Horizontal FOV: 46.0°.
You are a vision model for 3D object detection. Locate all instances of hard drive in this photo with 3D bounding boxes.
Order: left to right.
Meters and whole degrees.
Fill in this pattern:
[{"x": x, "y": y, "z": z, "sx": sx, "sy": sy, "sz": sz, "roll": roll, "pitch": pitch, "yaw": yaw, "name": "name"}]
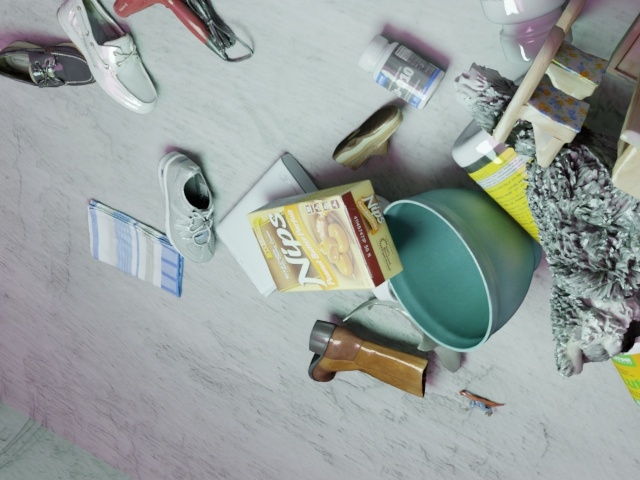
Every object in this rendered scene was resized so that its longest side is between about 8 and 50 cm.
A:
[{"x": -0.097, "y": -0.024, "z": 1.657, "sx": 0.203, "sy": 0.040, "sz": 0.307, "roll": 53, "pitch": 135, "yaw": 4, "name": "hard drive"}]

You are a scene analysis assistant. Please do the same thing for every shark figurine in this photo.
[{"x": 0.203, "y": 0.191, "z": 1.632, "sx": 0.278, "sy": 0.116, "sz": 0.166, "roll": 32, "pitch": 134, "yaw": 2, "name": "shark figurine"}]

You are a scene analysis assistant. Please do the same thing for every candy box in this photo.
[{"x": 0.000, "y": 0.000, "z": 1.462, "sx": 0.316, "sy": 0.087, "sz": 0.183, "roll": -8, "pitch": 107, "yaw": 53, "name": "candy box"}]

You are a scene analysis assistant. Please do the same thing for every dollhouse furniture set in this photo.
[{"x": 0.473, "y": -0.223, "z": 0.932, "sx": 0.362, "sy": 0.394, "sz": 0.256, "roll": 30, "pitch": 134, "yaw": 7, "name": "dollhouse furniture set"}]

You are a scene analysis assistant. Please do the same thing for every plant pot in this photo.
[{"x": 0.269, "y": 0.025, "z": 1.360, "sx": 0.293, "sy": 0.196, "sz": 0.293, "roll": 44, "pitch": 149, "yaw": 35, "name": "plant pot"}]

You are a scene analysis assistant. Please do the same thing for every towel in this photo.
[{"x": -0.485, "y": 0.027, "z": 1.967, "sx": 0.285, "sy": 0.034, "sz": 0.209, "roll": 24, "pitch": 135, "yaw": 12, "name": "towel"}]

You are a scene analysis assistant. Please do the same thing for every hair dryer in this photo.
[{"x": -0.276, "y": -0.442, "z": 1.429, "sx": 0.293, "sy": 0.080, "sz": 0.223, "roll": 15, "pitch": 132, "yaw": 21, "name": "hair dryer"}]

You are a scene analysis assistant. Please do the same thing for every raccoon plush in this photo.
[{"x": 0.338, "y": -0.021, "z": 1.111, "sx": 0.446, "sy": 0.216, "sz": 0.299, "roll": 45, "pitch": 127, "yaw": 23, "name": "raccoon plush"}]

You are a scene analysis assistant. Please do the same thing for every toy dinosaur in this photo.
[{"x": 0.364, "y": 0.370, "z": 1.745, "sx": 0.090, "sy": 0.047, "sz": 0.082, "roll": -40, "pitch": 91, "yaw": 11, "name": "toy dinosaur"}]

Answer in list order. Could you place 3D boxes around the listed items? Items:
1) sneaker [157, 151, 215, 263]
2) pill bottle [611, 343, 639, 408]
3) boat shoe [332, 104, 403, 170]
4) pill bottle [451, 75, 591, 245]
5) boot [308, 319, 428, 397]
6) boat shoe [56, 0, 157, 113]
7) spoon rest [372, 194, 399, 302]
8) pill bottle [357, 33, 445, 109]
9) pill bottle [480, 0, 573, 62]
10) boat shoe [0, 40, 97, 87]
[{"x": -0.292, "y": -0.059, "z": 1.712, "sx": 0.115, "sy": 0.105, "sz": 0.281, "roll": 22, "pitch": 136, "yaw": 41, "name": "sneaker"}, {"x": 0.595, "y": 0.190, "z": 1.376, "sx": 0.136, "sy": 0.136, "sz": 0.245, "roll": -19, "pitch": 114, "yaw": 40, "name": "pill bottle"}, {"x": 0.103, "y": -0.189, "z": 1.426, "sx": 0.072, "sy": 0.068, "sz": 0.190, "roll": 37, "pitch": 146, "yaw": -17, "name": "boat shoe"}, {"x": 0.392, "y": -0.093, "z": 1.232, "sx": 0.334, "sy": 0.188, "sz": 0.188, "roll": 44, "pitch": 135, "yaw": -7, "name": "pill bottle"}, {"x": 0.117, "y": 0.300, "z": 1.778, "sx": 0.280, "sy": 0.096, "sz": 0.264, "roll": 18, "pitch": 141, "yaw": 12, "name": "boot"}, {"x": -0.426, "y": -0.388, "z": 1.550, "sx": 0.096, "sy": 0.098, "sz": 0.277, "roll": -27, "pitch": 107, "yaw": 43, "name": "boat shoe"}, {"x": 0.125, "y": 0.024, "z": 1.562, "sx": 0.137, "sy": 0.084, "sz": 0.276, "roll": 2, "pitch": 127, "yaw": 32, "name": "spoon rest"}, {"x": 0.139, "y": -0.292, "z": 1.302, "sx": 0.137, "sy": 0.078, "sz": 0.078, "roll": 33, "pitch": 135, "yaw": 4, "name": "pill bottle"}, {"x": 0.292, "y": -0.385, "z": 1.096, "sx": 0.131, "sy": 0.131, "sz": 0.229, "roll": -4, "pitch": 123, "yaw": 33, "name": "pill bottle"}, {"x": -0.608, "y": -0.381, "z": 1.668, "sx": 0.285, "sy": 0.092, "sz": 0.103, "roll": 13, "pitch": 131, "yaw": 22, "name": "boat shoe"}]
